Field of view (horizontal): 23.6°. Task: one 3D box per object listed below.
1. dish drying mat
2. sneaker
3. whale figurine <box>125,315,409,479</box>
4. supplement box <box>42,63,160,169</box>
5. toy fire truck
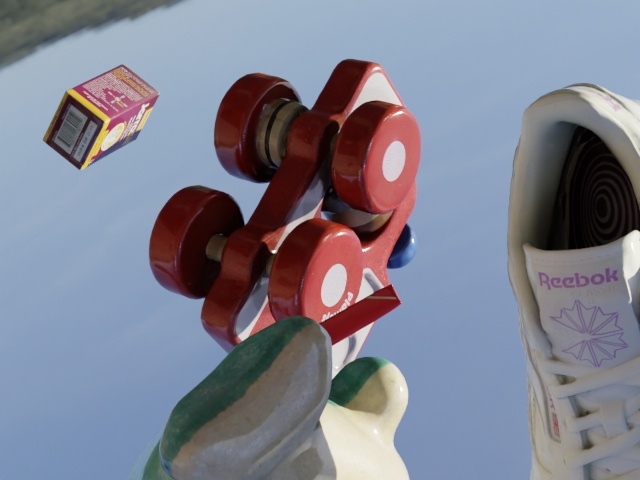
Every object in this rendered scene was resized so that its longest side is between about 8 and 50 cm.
[{"bbox_3d":[0.024,0.062,1.208,0.083,0.008,0.032,-29,-147,3],"label":"dish drying mat"},{"bbox_3d":[0.134,0.071,0.741,0.114,0.305,0.152,-11,168,23],"label":"sneaker"},{"bbox_3d":[-0.047,0.128,0.835,0.141,0.272,0.216,36,-113,25],"label":"whale figurine"},{"bbox_3d":[-0.176,-0.099,1.229,0.083,0.043,0.055,-40,165,-55],"label":"supplement box"},{"bbox_3d":[0.000,0.000,1.409,0.169,0.254,0.302,16,-113,31],"label":"toy fire truck"}]
